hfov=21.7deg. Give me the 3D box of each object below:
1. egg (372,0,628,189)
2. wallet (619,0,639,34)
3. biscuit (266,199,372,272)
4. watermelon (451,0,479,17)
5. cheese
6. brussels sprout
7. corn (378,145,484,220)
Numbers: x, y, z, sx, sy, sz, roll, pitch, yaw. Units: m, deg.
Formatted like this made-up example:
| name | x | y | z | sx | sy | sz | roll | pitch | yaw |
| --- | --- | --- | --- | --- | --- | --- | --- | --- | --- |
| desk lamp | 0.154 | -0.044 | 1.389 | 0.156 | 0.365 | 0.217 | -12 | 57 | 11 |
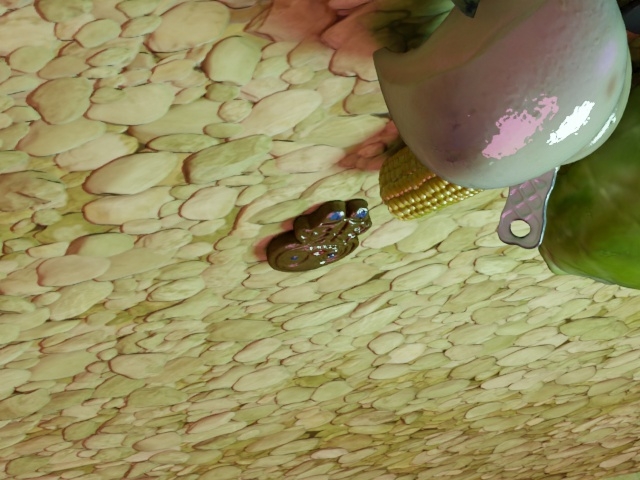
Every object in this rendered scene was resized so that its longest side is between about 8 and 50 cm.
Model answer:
| name | x | y | z | sx | sy | sz | roll | pitch | yaw |
| --- | --- | --- | --- | --- | --- | --- | --- | --- | --- |
| egg | 0.167 | -0.140 | 1.607 | 0.271 | 0.206 | 0.162 | -31 | -165 | 51 |
| wallet | 0.424 | -0.279 | 1.719 | 0.244 | 0.025 | 0.124 | -31 | 154 | 36 |
| biscuit | 0.000 | 0.000 | 2.095 | 0.124 | 0.026 | 0.175 | -5 | 156 | -27 |
| watermelon | 0.126 | -0.286 | 1.477 | 0.101 | 0.080 | 0.155 | 24 | 153 | -4 |
| cheese | 0.251 | -0.116 | 1.750 | 0.163 | 0.249 | 0.071 | -6 | -169 | 19 |
| brussels sprout | 0.394 | -0.072 | 1.917 | 0.344 | 0.268 | 0.344 | 4 | 170 | 1 |
| corn | 0.172 | -0.100 | 1.884 | 0.244 | 0.093 | 0.093 | -31 | 154 | 33 |
